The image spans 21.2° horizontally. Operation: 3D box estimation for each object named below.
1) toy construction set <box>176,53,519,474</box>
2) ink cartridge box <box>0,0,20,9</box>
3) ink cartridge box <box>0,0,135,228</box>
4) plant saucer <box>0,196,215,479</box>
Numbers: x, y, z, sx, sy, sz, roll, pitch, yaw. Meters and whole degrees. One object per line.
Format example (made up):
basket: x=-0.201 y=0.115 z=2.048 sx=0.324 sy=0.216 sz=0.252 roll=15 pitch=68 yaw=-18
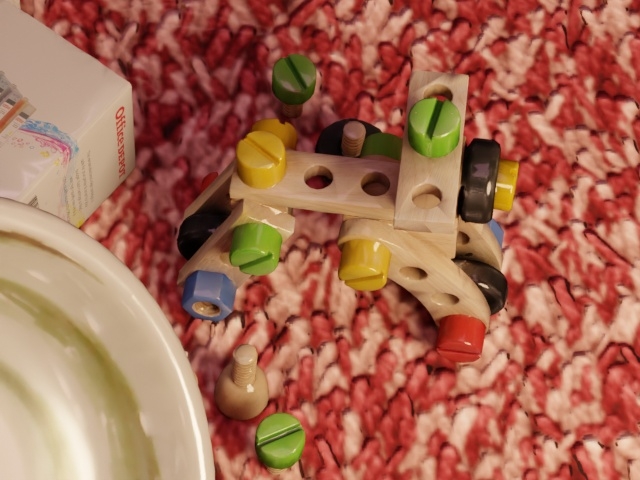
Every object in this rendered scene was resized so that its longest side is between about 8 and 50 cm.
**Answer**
toy construction set: x=0.000 y=0.000 z=1.187 sx=0.257 sy=0.237 sz=0.309 roll=33 pitch=65 yaw=12
ink cartridge box: x=-0.356 y=-0.189 z=1.291 sx=0.237 sy=0.172 sz=0.100 roll=-18 pitch=66 yaw=-14
ink cartridge box: x=-0.238 y=-0.059 z=1.259 sx=0.127 sy=0.128 sz=0.176 roll=35 pitch=64 yaw=13
plant saucer: x=-0.239 y=0.170 z=0.992 sx=0.100 sy=0.400 sz=0.400 roll=2 pitch=51 yaw=46
